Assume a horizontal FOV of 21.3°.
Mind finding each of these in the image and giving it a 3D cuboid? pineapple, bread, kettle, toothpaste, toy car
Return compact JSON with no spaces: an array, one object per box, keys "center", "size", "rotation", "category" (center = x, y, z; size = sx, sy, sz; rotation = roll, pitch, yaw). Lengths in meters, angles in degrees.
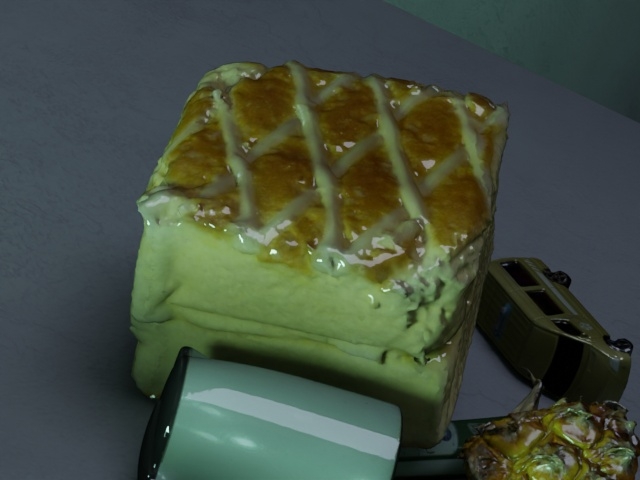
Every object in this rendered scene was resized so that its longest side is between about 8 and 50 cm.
[{"center":[0.256,0.226,1.851],"size":[0.158,0.161,0.334],"rotation":[46,35,4],"category":"pineapple"},{"center":[0.000,0.000,1.870],"size":[0.371,0.279,0.390],"rotation":[13,38,7],"category":"bread"},{"center":[-0.060,0.228,1.672],"size":[0.236,0.161,0.221],"rotation":[19,56,-8],"category":"kettle"},{"center":[0.159,0.236,1.936],"size":[0.392,0.061,0.099],"rotation":[3,38,-42],"category":"toothpaste"},{"center":[0.296,0.123,2.225],"size":[0.124,0.101,0.257],"rotation":[3,30,-28],"category":"toy car"}]
